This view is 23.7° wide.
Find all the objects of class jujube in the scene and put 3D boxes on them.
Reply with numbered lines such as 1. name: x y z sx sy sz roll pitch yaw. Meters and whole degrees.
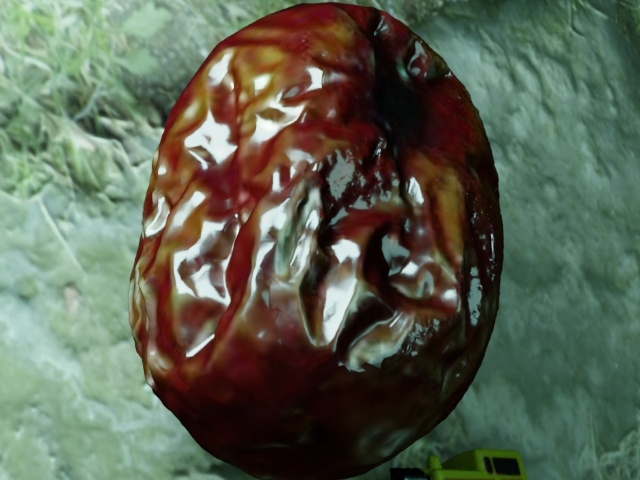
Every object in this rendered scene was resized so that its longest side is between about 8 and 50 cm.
1. jujube: 0.001 0.002 1.160 0.276 0.276 0.377 29 54 -31

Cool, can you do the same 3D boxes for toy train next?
1. toy train: 0.115 0.241 1.295 0.219 0.089 0.127 8 59 -39
